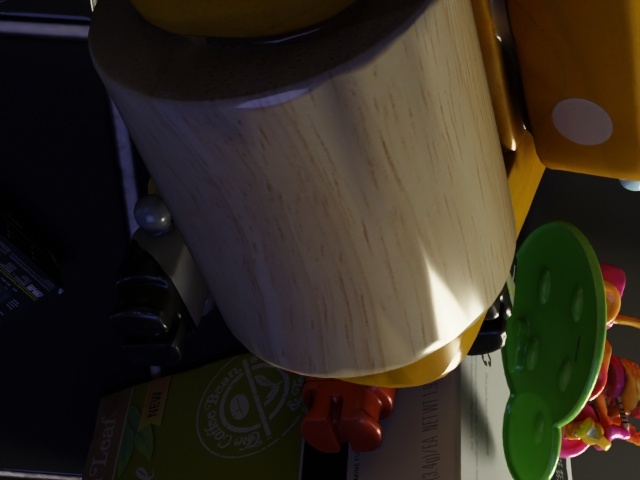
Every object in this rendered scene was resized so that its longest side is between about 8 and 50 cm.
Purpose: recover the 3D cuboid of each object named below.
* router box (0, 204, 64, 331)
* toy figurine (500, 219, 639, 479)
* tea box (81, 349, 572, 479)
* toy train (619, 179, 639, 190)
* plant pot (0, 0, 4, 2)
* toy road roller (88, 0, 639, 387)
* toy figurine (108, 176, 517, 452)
[{"bbox_3d":[-0.243,0.013,0.768,0.092,0.038,0.122,-33,131,7],"label":"router box"},{"bbox_3d":[0.212,0.080,0.752,0.159,0.130,0.173,5,98,-17],"label":"toy figurine"},{"bbox_3d":[0.000,0.260,0.822,0.323,0.329,0.220,-20,133,24],"label":"tea box"},{"bbox_3d":[0.222,-0.079,0.636,0.125,0.046,0.166,5,138,0],"label":"toy train"},{"bbox_3d":[-0.111,-0.193,0.409,0.215,0.230,0.215,3,138,2],"label":"plant pot"},{"bbox_3d":[0.100,-0.105,0.418,0.241,0.329,0.202,10,142,29],"label":"toy road roller"},{"bbox_3d":[0.000,0.000,0.683,0.209,0.148,0.213,26,136,-13],"label":"toy figurine"}]
